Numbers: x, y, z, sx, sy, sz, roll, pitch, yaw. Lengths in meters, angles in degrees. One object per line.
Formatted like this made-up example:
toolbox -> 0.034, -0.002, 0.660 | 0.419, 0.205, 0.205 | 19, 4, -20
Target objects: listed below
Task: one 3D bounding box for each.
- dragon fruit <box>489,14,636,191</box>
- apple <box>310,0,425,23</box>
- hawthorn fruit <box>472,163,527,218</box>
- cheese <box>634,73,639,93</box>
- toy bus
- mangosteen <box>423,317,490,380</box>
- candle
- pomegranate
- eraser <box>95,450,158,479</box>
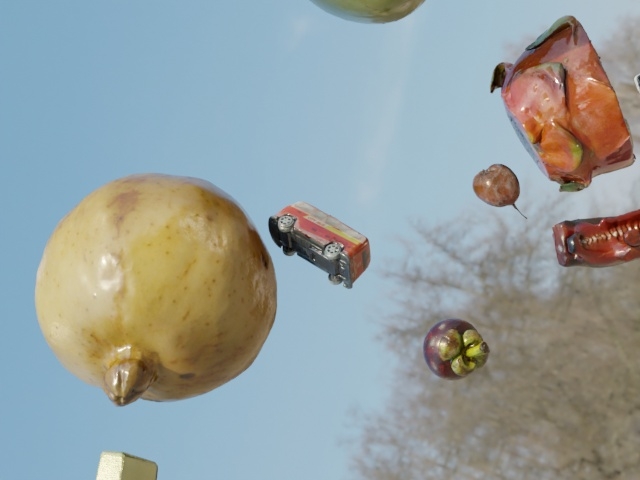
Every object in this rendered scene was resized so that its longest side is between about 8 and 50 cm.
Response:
dragon fruit -> 0.415, -0.218, 1.998 | 0.290, 0.189, 0.290 | 58, -166, -24
apple -> 0.083, -0.576, 2.143 | 0.357, 0.357, 0.357 | -51, -29, -44
hawthorn fruit -> 0.279, -0.068, 1.767 | 0.067, 0.103, 0.067 | -37, 5, 4
cheese -> 0.516, -0.179, 1.777 | 0.086, 0.036, 0.162 | -28, -77, -23
toy bus -> 0.000, 0.000, 1.852 | 0.077, 0.174, 0.079 | -42, -35, -27
mangosteen -> 0.325, 0.268, 2.730 | 0.156, 0.181, 0.145 | -5, -66, -31
candle -> 0.358, -0.016, 1.161 | 0.302, 0.084, 0.059 | -10, -74, -31
pomegranate -> -0.261, 0.095, 1.823 | 0.410, 0.410, 0.410 | -51, -29, -44
eraser -> -0.381, 0.481, 2.280 | 0.172, 0.058, 0.117 | 48, -135, -67
